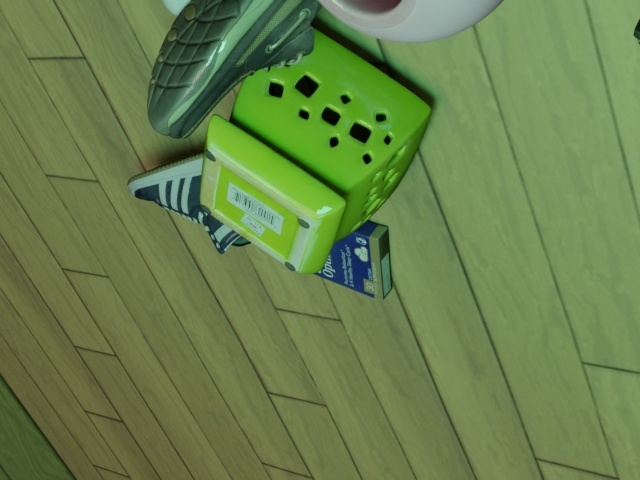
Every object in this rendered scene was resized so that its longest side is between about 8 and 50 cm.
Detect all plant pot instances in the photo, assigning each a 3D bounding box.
[{"bbox_3d":[-0.026,-0.105,1.466,0.228,0.207,0.227,35,154,7],"label":"plant pot"}]

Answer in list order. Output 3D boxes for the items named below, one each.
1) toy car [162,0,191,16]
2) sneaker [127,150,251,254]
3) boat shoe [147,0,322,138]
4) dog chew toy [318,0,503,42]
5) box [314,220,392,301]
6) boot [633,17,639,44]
[{"bbox_3d":[-0.118,-0.304,1.426,0.136,0.159,0.182,-11,131,4],"label":"toy car"},{"bbox_3d":[-0.181,-0.053,1.757,0.282,0.099,0.153,-12,101,46],"label":"sneaker"},{"bbox_3d":[-0.063,-0.245,1.306,0.130,0.132,0.355,25,117,-34],"label":"boat shoe"},{"bbox_3d":[0.116,-0.316,0.991,0.207,0.332,0.206,26,144,20],"label":"dog chew toy"},{"bbox_3d":[0.000,0.000,1.741,0.225,0.036,0.136,22,143,26],"label":"box"},{"bbox_3d":[0.402,-0.146,1.159,0.198,0.077,0.137,26,149,21],"label":"boot"}]
